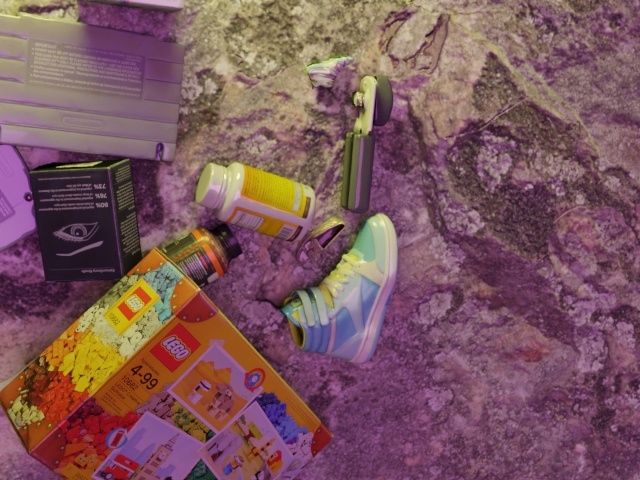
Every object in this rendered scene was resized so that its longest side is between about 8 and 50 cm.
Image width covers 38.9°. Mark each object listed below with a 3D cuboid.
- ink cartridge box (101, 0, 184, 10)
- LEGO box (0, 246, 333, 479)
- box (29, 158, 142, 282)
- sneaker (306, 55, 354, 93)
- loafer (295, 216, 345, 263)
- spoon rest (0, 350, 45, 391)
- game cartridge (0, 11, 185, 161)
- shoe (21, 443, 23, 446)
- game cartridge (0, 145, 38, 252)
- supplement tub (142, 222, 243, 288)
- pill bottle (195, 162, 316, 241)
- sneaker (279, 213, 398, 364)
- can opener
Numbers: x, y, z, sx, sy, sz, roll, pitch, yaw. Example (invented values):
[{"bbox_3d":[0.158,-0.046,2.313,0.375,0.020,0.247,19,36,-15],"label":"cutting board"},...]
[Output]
[{"bbox_3d":[-0.332,-0.475,1.588,0.176,0.127,0.128,3,100,-21],"label":"ink cartridge box"},{"bbox_3d":[-0.260,0.320,1.648,0.372,0.193,0.500,-44,131,-9],"label":"LEGO box"},{"bbox_3d":[-0.417,-0.036,1.626,0.153,0.108,0.207,-1,103,9],"label":"box"},{"bbox_3d":[0.024,-0.325,1.799,0.098,0.038,0.069,-16,107,-7],"label":"sneaker"},{"bbox_3d":[0.000,0.000,1.850,0.125,0.039,0.045,-44,112,-7],"label":"loafer"},{"bbox_3d":[-0.527,0.273,1.702,0.276,0.084,0.137,-19,108,-29],"label":"spoon rest"},{"bbox_3d":[-0.422,-0.269,1.610,0.355,0.068,0.230,4,90,-29],"label":"game cartridge"},{"bbox_3d":[-0.465,0.400,1.748,0.219,0.058,0.076,16,95,-22],"label":"shoe"},{"bbox_3d":[-0.623,-0.115,1.595,0.196,0.060,0.294,-31,109,-8],"label":"game cartridge"},{"bbox_3d":[-0.249,0.045,1.733,0.198,0.106,0.106,-31,109,-11],"label":"supplement tub"},{"bbox_3d":[-0.125,-0.078,1.747,0.215,0.117,0.117,18,94,-22],"label":"pill bottle"},{"bbox_3d":[0.032,0.092,1.835,0.208,0.127,0.318,9,97,-23],"label":"sneaker"},{"bbox_3d":[0.095,-0.194,1.828,0.093,0.074,0.280,5,99,-22],"label":"can opener"}]
